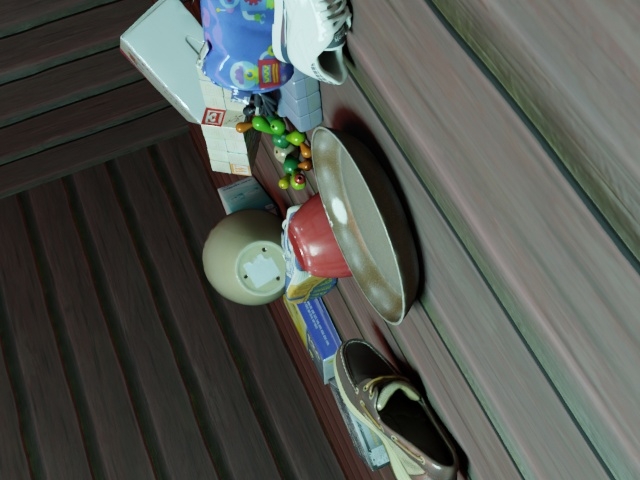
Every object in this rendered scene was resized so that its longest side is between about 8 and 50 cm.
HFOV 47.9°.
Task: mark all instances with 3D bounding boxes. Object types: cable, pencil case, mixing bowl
[{"bbox_3d":[-0.131,-0.283,1.169,0.150,0.047,0.184,36,150,60],"label":"cable"},{"bbox_3d":[-0.103,-0.338,0.924,0.119,0.133,0.306,-125,29,-55],"label":"pencil case"},{"bbox_3d":[0.000,0.000,1.333,0.181,0.098,0.181,157,90,-79],"label":"mixing bowl"}]

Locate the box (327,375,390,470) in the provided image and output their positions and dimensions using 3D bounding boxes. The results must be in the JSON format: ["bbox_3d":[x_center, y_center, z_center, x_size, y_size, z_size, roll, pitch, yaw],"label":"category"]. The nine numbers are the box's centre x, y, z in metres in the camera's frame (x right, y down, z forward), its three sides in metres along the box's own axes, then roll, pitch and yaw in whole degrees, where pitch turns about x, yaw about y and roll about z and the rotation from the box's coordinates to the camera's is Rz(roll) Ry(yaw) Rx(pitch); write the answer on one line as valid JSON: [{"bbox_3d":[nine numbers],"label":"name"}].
[{"bbox_3d":[0.100,0.477,1.917,0.183,0.056,0.230,161,88,-80],"label":"box"}]

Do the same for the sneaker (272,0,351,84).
[{"bbox_3d":[-0.005,-0.291,0.849,0.095,0.090,0.235,41,158,28],"label":"sneaker"}]

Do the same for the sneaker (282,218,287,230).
[{"bbox_3d":[-0.040,0.000,1.640,0.170,0.063,0.074,76,168,-60],"label":"sneaker"}]

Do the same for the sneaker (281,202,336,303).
[{"bbox_3d":[-0.031,0.031,1.566,0.296,0.112,0.130,105,147,-57],"label":"sneaker"}]

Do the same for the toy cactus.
[{"bbox_3d":[-0.079,-0.181,1.402,0.219,0.112,0.180,57,177,14],"label":"toy cactus"}]

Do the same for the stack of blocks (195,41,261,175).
[{"bbox_3d":[-0.178,-0.284,1.461,0.297,0.087,0.171,89,-169,-62],"label":"stack of blocks"}]

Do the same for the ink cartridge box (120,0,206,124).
[{"bbox_3d":[-0.357,-0.447,1.827,0.279,0.160,0.385,47,176,-18],"label":"ink cartridge box"}]

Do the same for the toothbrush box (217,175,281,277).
[{"bbox_3d":[-0.192,-0.038,2.158,0.295,0.126,0.216,-132,22,-60],"label":"toothbrush box"}]

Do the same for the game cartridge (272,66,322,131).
[{"bbox_3d":[-0.114,-0.358,1.180,0.355,0.068,0.230,53,159,33],"label":"game cartridge"}]

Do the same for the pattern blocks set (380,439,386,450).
[{"bbox_3d":[0.155,0.431,1.629,0.285,0.026,0.324,81,163,-52],"label":"pattern blocks set"}]

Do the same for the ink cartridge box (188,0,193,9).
[{"bbox_3d":[-0.315,-0.620,1.687,0.092,0.090,0.143,-146,34,-72],"label":"ink cartridge box"}]

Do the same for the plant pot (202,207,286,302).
[{"bbox_3d":[-0.154,0.055,1.764,0.274,0.257,0.256,-156,45,-78],"label":"plant pot"}]

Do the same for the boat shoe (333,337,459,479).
[{"bbox_3d":[0.130,0.278,1.233,0.342,0.123,0.123,-121,28,-43],"label":"boat shoe"}]

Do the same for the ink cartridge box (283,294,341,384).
[{"bbox_3d":[-0.029,0.224,2.034,0.307,0.072,0.303,84,162,-62],"label":"ink cartridge box"}]

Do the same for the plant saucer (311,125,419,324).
[{"bbox_3d":[0.069,-0.027,1.060,0.310,0.050,0.310,158,90,-81],"label":"plant saucer"}]
